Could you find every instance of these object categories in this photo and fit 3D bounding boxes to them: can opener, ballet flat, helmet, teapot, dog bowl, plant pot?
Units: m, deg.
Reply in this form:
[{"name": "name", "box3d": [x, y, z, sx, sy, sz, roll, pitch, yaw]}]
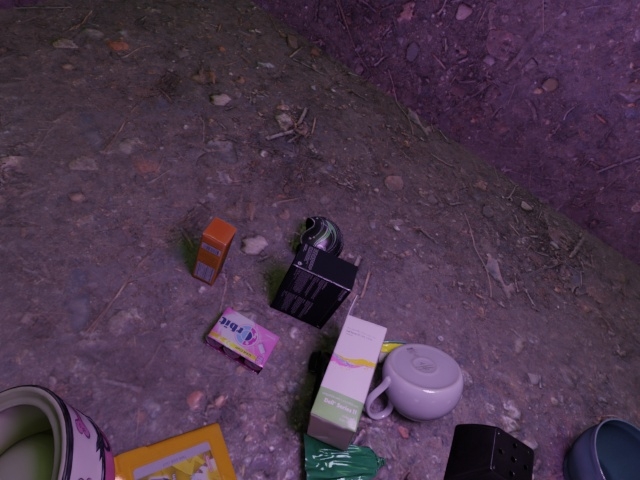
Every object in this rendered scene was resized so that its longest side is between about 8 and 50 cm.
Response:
[{"name": "can opener", "box3d": [0.001, 0.414, 1.215, 0.059, 0.073, 0.186, 46, 39, -41]}, {"name": "ballet flat", "box3d": [0.167, 0.353, 1.322, 0.231, 0.077, 0.077, 10, 70, -12]}, {"name": "helmet", "box3d": [0.000, 0.000, 1.451, 0.169, 0.169, 0.161, 35, 65, 4]}, {"name": "teapot", "box3d": [0.292, 0.447, 1.235, 0.256, 0.187, 0.252, 15, 25, 21]}, {"name": "dog bowl", "box3d": [-0.553, 0.481, 0.728, 0.408, 0.150, 0.408, -13, 52, 17]}, {"name": "plant pot", "box3d": [0.890, 0.726, 1.269, 0.293, 0.196, 0.293, 13, 50, -16]}, {"name": "plant pot", "box3d": [0.497, 0.640, 1.180, 0.187, 0.167, 0.188, 33, 48, 2]}]

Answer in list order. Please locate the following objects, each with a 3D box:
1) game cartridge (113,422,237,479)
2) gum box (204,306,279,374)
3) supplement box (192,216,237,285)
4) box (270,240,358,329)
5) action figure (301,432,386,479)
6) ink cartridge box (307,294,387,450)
[{"name": "game cartridge", "box3d": [-0.315, 0.572, 0.872, 0.323, 0.052, 0.285, 5, 49, -51]}, {"name": "gum box", "box3d": [-0.229, 0.287, 1.194, 0.188, 0.062, 0.107, 31, 48, 0]}, {"name": "supplement box", "box3d": [-0.320, 0.037, 1.231, 0.080, 0.233, 0.078, 29, 48, -5]}, {"name": "box", "box3d": [-0.024, 0.145, 1.261, 0.184, 0.261, 0.103, 27, 49, -3]}, {"name": "action figure", "box3d": [0.067, 0.589, 1.095, 0.232, 0.063, 0.137, 8, 50, -13]}, {"name": "ink cartridge box", "box3d": [0.084, 0.350, 1.119, 0.119, 0.207, 0.353, 18, 53, 10]}]
